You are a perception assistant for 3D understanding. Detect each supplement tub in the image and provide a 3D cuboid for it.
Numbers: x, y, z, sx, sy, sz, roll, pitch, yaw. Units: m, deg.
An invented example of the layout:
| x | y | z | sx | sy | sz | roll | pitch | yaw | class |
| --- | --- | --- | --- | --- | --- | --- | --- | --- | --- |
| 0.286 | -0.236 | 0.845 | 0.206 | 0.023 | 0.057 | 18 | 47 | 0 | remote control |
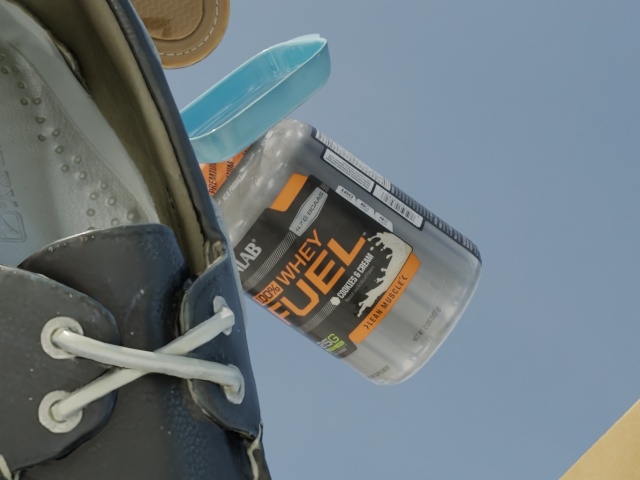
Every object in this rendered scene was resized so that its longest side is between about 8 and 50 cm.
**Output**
| x | y | z | sx | sy | sz | roll | pitch | yaw | class |
| --- | --- | --- | --- | --- | --- | --- | --- | --- | --- |
| 0.000 | 0.000 | 1.516 | 0.316 | 0.193 | 0.193 | 35 | -53 | -9 | supplement tub |

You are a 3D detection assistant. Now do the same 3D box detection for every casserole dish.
| x | y | z | sx | sy | sz | roll | pitch | yaw | class |
| --- | --- | --- | --- | --- | --- | --- | --- | --- | --- |
| -0.064 | -0.121 | 1.238 | 0.114 | 0.188 | 0.037 | 5 | -50 | 53 | casserole dish |

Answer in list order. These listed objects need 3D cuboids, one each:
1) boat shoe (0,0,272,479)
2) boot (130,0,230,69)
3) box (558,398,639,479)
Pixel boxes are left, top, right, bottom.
| x | y | z | sx | sy | sz | roll | pitch | yaw | class |
| --- | --- | --- | --- | --- | --- | --- | --- | --- | --- |
| -0.074 | 0.021 | 0.409 | 0.091 | 0.114 | 0.302 | -51 | -124 | 39 | boat shoe |
| -0.165 | -0.172 | 0.904 | 0.283 | 0.220 | 0.109 | 28 | -100 | 11 | boot |
| 0.319 | 0.221 | 1.231 | 0.164 | 0.201 | 0.021 | -46 | -51 | 5 | box |
